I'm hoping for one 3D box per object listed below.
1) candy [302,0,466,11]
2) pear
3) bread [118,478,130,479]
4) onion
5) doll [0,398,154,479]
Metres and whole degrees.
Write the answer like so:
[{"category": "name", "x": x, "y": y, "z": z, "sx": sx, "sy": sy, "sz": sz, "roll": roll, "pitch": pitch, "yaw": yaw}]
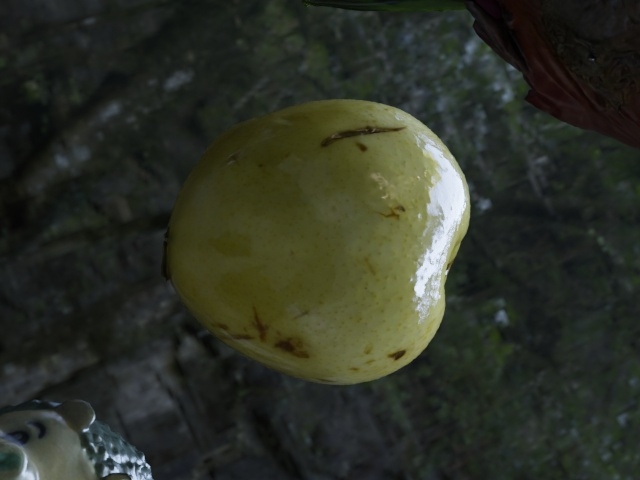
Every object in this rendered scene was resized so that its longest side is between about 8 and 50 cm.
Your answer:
[{"category": "candy", "x": 0.070, "y": -0.291, "z": 1.277, "sx": 0.069, "sy": 0.149, "sz": 0.246, "roll": 69, "pitch": 25, "yaw": -64}, {"category": "pear", "x": 0.000, "y": 0.000, "z": 1.521, "sx": 0.309, "sy": 0.309, "sz": 0.309, "roll": 36, "pitch": -43, "yaw": 42}, {"category": "bread", "x": -0.129, "y": 0.324, "z": 1.105, "sx": 0.266, "sy": 0.142, "sz": 0.178, "roll": 49, "pitch": -45, "yaw": 5}, {"category": "onion", "x": 0.264, "y": -0.230, "z": 1.083, "sx": 0.348, "sy": 0.285, "sz": 0.347, "roll": 31, "pitch": -31, "yaw": 21}, {"category": "doll", "x": -0.318, "y": 0.265, "z": 1.308, "sx": 0.247, "sy": 0.350, "sz": 0.247, "roll": -23, "pitch": 90, "yaw": -89}]
